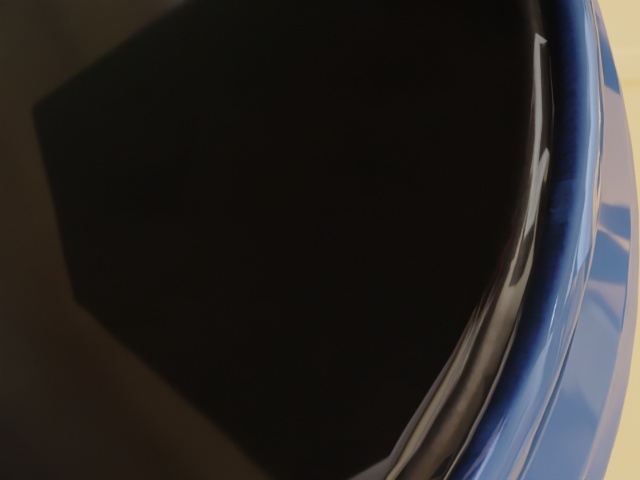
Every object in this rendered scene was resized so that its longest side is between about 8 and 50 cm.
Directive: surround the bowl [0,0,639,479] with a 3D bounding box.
[{"bbox_3d":[-0.121,-0.019,0.418,0.391,0.391,0.077,-47,-20,-19],"label":"bowl"}]
